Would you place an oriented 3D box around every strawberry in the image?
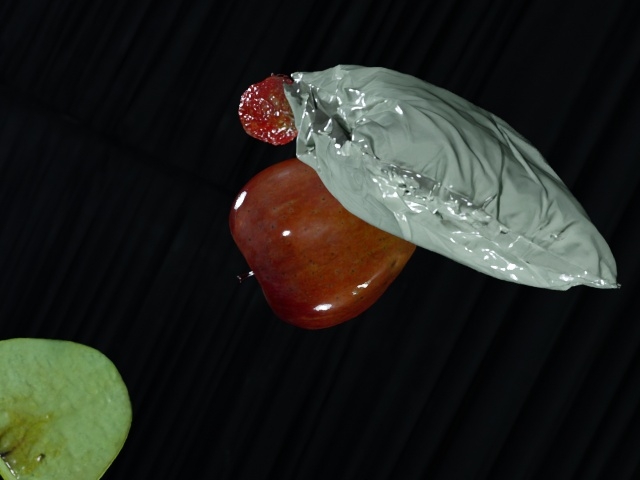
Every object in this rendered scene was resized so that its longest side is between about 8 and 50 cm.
[{"bbox_3d":[-0.061,-0.178,1.532,0.106,0.106,0.106,26,-178,-1],"label":"strawberry"}]

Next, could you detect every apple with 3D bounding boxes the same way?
[{"bbox_3d":[0.000,0.001,1.390,0.234,0.234,0.234,26,-178,-1],"label":"apple"}]

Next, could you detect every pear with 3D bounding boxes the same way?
[{"bbox_3d":[-0.433,0.278,1.790,0.288,0.239,0.139,53,158,8],"label":"pear"}]

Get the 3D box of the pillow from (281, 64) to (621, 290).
[{"bbox_3d":[0.119,-0.063,1.057,0.310,0.138,0.283,24,-166,-24],"label":"pillow"}]
